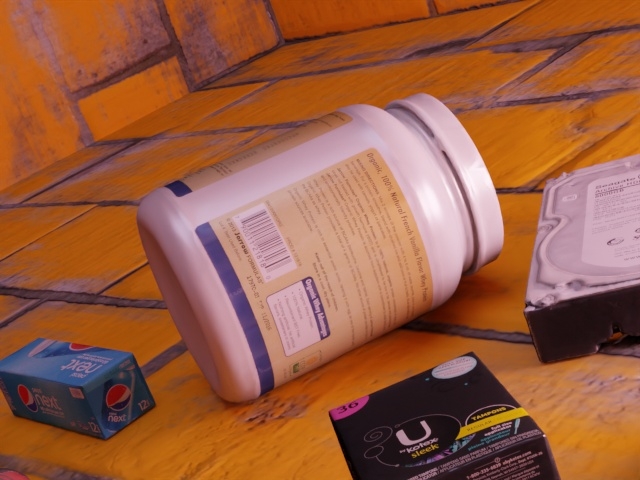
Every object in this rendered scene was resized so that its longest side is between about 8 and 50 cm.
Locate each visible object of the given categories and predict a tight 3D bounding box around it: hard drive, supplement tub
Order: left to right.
[{"bbox_3d":[0.000,0.000,1.236,0.316,0.228,0.228,-25,18,-14],"label":"supplement tub"},{"bbox_3d":[0.324,-0.008,1.177,0.236,0.064,0.339,-14,18,20],"label":"hard drive"}]

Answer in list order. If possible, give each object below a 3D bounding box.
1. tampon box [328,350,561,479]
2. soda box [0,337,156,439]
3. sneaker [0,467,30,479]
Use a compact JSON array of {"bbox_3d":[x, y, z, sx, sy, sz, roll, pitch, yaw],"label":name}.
[{"bbox_3d":[0.089,0.165,0.853,0.120,0.102,0.161,-22,17,-5],"label":"tampon box"},{"bbox_3d":[-0.273,0.157,1.340,0.071,0.067,0.210,-33,22,-35],"label":"soda box"},{"bbox_3d":[-0.281,0.275,0.952,0.135,0.098,0.276,-11,22,28],"label":"sneaker"}]
